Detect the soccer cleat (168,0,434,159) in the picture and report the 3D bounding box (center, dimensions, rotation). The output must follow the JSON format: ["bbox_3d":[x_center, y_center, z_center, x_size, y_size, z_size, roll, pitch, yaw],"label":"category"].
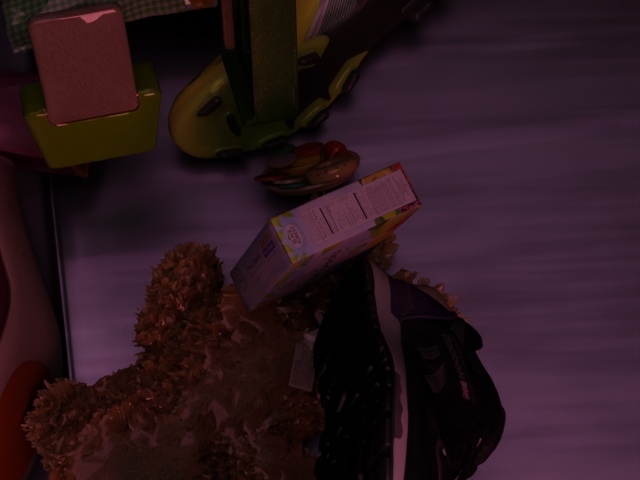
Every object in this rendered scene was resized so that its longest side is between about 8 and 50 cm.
[{"bbox_3d":[-0.013,-0.175,1.194,0.289,0.093,0.121,-41,49,-7],"label":"soccer cleat"}]

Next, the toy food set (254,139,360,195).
[{"bbox_3d":[-0.010,-0.057,1.155,0.082,0.083,0.020,-10,114,8],"label":"toy food set"}]

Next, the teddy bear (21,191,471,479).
[{"bbox_3d":[-0.050,0.104,1.104,0.245,0.113,0.338,36,69,1],"label":"teddy bear"}]

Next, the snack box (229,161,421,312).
[{"bbox_3d":[0.000,0.000,1.012,0.100,0.141,0.037,-23,81,-19],"label":"snack box"}]

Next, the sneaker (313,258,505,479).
[{"bbox_3d":[0.071,0.118,0.953,0.124,0.107,0.283,24,30,-13],"label":"sneaker"}]

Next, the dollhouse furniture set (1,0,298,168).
[{"bbox_3d":[-0.144,-0.219,1.091,0.197,0.151,0.302,-12,46,-8],"label":"dollhouse furniture set"}]

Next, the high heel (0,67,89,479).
[{"bbox_3d":[-0.287,0.042,1.113,0.181,0.127,0.377,4,70,14],"label":"high heel"}]
